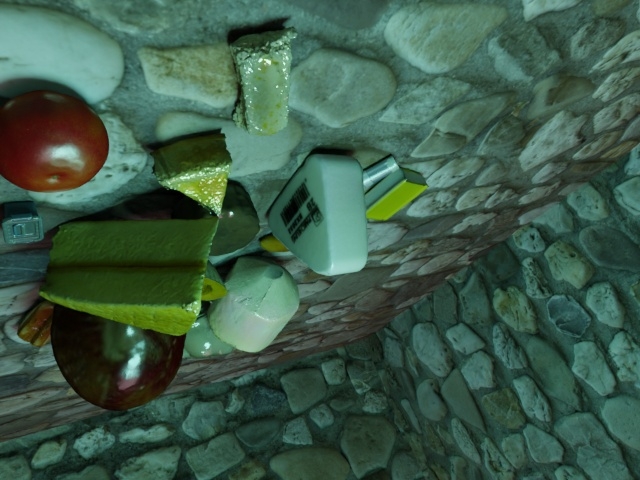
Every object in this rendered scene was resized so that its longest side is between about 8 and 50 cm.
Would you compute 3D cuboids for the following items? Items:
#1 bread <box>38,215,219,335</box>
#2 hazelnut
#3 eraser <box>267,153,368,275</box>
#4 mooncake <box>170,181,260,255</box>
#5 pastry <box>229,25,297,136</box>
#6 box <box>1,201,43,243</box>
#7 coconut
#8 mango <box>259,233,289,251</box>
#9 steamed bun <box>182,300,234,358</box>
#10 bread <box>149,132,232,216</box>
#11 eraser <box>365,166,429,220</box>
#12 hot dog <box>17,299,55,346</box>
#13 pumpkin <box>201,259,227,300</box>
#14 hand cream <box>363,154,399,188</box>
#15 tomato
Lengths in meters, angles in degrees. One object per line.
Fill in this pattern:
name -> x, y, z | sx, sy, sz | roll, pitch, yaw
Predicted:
bread -> -0.441, 0.053, 1.059 | 0.362, 0.233, 0.245 | 14, 152, -15
hazelnut -> -0.539, 0.253, 1.301 | 0.353, 0.420, 0.421 | 14, 139, -33
eraser -> 0.006, -0.097, 1.339 | 0.150, 0.331, 0.331 | -2, 149, -39
mooncake -> -0.282, -0.057, 1.261 | 0.229, 0.124, 0.228 | -15, 156, -7
pastry -> -0.119, -0.297, 0.939 | 0.122, 0.089, 0.258 | -4, 150, -13
box -> -0.645, -0.040, 1.023 | 0.074, 0.054, 0.099 | -10, 154, -33
coconut -> -0.228, 0.203, 1.668 | 0.298, 0.297, 0.309 | 1, 132, -46
mango -> -0.110, -0.003, 1.592 | 0.184, 0.084, 0.102 | -21, 157, 8
steamed bun -> -0.488, 0.331, 1.807 | 0.310, 0.219, 0.324 | -1, 176, -16
bread -> -0.280, -0.137, 1.055 | 0.169, 0.140, 0.160 | -14, 146, -16
eraser -> 0.241, -0.153, 1.618 | 0.158, 0.069, 0.226 | 2, 147, -48
hot dog -> -0.840, 0.245, 1.441 | 0.102, 0.076, 0.249 | 36, 124, -22
pumpkin -> -0.405, 0.108, 1.508 | 0.218, 0.109, 0.217 | -1, 155, -1
hand cream -> 0.122, -0.181, 1.476 | 0.255, 0.048, 0.079 | -27, 152, 14
tomato -> -0.467, -0.162, 0.821 | 0.195, 0.136, 0.195 | -21, 158, -9
